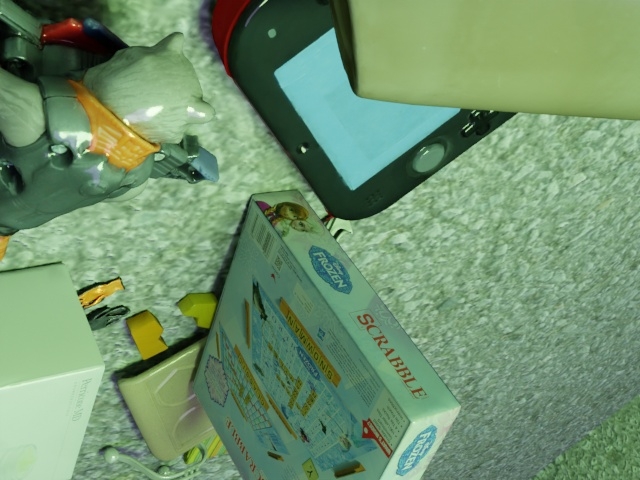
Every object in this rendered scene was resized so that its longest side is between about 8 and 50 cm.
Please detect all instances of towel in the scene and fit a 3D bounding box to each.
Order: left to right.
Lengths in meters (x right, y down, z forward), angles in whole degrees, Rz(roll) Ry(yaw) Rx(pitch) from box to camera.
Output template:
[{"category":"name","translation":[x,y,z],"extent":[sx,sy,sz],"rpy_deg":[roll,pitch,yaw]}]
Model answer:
[{"category":"towel","translation":[-0.093,0.285,1.485],"extent":[0.237,0.021,0.102],"rpy_deg":[-11,150,-32]}]

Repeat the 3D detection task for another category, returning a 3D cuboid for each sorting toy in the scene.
[{"category":"sorting toy","translation":[-0.142,0.153,1.232],"extent":[0.229,0.041,0.307],"rpy_deg":[-26,143,-14]}]

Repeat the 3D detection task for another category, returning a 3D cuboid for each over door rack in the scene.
[{"category":"over door rack","translation":[-0.321,0.406,1.347],"extent":[0.324,0.108,0.239],"rpy_deg":[-32,158,-43]}]

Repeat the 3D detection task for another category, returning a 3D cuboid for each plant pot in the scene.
[{"category":"plant pot","translation":[0.143,-0.209,0.642],"extent":[0.280,0.323,0.323],"rpy_deg":[-12,148,-1]}]

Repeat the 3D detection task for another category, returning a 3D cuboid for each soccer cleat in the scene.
[{"category":"soccer cleat","translation":[0.000,0.000,1.122],"extent":[0.083,0.035,0.029],"rpy_deg":[-35,150,8]}]

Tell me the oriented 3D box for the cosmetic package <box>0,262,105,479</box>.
[{"category":"cosmetic package","translation":[-0.352,0.156,0.948],"extent":[0.224,0.138,0.224],"rpy_deg":[-11,145,-32]}]

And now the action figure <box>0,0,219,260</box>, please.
[{"category":"action figure","translation":[-0.206,-0.037,0.758],"extent":[0.330,0.178,0.341],"rpy_deg":[-33,149,23]}]

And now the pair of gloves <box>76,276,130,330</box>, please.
[{"category":"pair of gloves","translation":[-0.243,0.074,1.046],"extent":[0.074,0.010,0.083],"rpy_deg":[-20,149,-17]}]

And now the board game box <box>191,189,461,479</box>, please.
[{"category":"board game box","translation":[-0.016,0.167,1.043],"extent":[0.066,0.319,0.318],"rpy_deg":[-9,137,-33]}]

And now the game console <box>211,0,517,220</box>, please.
[{"category":"game console","translation":[0.101,-0.188,0.910],"extent":[0.342,0.060,0.386],"rpy_deg":[-32,150,3]}]
